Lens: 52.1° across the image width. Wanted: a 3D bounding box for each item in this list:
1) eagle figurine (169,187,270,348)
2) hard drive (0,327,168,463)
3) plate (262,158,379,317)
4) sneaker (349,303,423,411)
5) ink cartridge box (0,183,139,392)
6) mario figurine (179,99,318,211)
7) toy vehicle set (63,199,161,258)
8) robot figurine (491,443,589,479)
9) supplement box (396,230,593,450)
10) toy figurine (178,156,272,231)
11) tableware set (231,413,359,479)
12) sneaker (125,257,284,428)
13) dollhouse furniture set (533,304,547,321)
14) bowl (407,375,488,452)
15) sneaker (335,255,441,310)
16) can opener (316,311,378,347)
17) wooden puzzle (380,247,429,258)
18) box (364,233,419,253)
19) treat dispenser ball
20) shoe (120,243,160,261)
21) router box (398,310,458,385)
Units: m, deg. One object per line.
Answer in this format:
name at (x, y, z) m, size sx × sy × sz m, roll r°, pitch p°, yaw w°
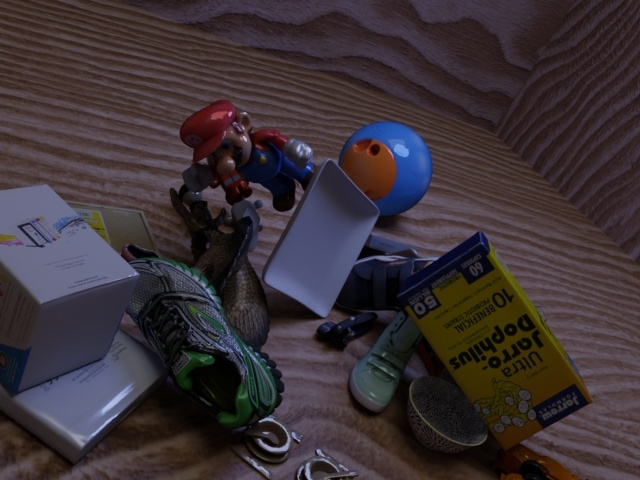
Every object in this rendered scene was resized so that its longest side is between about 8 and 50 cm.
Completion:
eagle figurine at (-0.184, 0.056, 1.279) m, size 0.226 × 0.225 × 0.298 m, roll 22°, pitch 13°, yaw -45°
hard drive at (-0.433, 0.160, 1.001) m, size 0.353 × 0.047 × 0.233 m, roll 33°, pitch 27°, yaw 7°
plate at (0.000, 0.000, 1.374) m, size 0.045 × 0.277 × 0.278 m, roll 23°, pitch -9°, yaw 34°
sneaker at (0.142, 0.225, 1.320) m, size 0.094 × 0.151 × 0.256 m, roll 32°, pitch 28°, yaw 3°
ink cartridge box at (-0.420, 0.060, 0.946) m, size 0.232 × 0.171 × 0.168 m, roll 39°, pitch 29°, yaw 20°
mario figurine at (-0.141, -0.142, 1.292) m, size 0.320 × 0.198 × 0.170 m, roll 28°, pitch 6°, yaw -42°
toy vehicle set at (-0.463, -0.015, 1.292) m, size 0.266 × 0.035 × 0.166 m, roll 8°, pitch 33°, yaw -35°
robot figurine at (0.456, 0.499, 1.212) m, size 0.291 × 0.085 × 0.211 m, roll 32°, pitch 27°, yaw 8°
supplement box at (0.338, 0.187, 1.292) m, size 0.356 × 0.194 × 0.195 m, roll 55°, pitch 15°, yaw 1°
toy figurine at (-0.199, -0.115, 1.523) m, size 0.209 × 0.213 × 0.148 m, roll -6°, pitch 56°, yaw -48°
tableware set at (-0.036, 0.348, 1.057) m, size 0.194 × 0.039 × 0.128 m, roll 34°, pitch 27°, yaw 11°
sneaker at (-0.203, 0.152, 1.036) m, size 0.343 × 0.134 × 0.146 m, roll 41°, pitch 8°, yaw 11°
dollhouse furniture set at (0.444, 0.239, 1.504) m, size 0.182 × 0.101 × 0.161 m, roll 6°, pitch 59°, yaw -38°
bowl at (0.228, 0.350, 1.261) m, size 0.170 × 0.080 × 0.170 m, roll 22°, pitch 28°, yaw -12°
sneaker at (0.182, 0.098, 1.481) m, size 0.321 × 0.126 × 0.127 m, roll -9°, pitch 12°, yaw -4°
can opener at (0.072, 0.184, 1.427) m, size 0.073 × 0.059 × 0.186 m, roll 42°, pitch 30°, yaw 26°
wooden puzzle at (0.279, 0.083, 1.691) m, size 0.238 × 0.044 × 0.221 m, roll 17°, pitch -15°, yaw -21°
box at (0.158, 0.007, 1.759) m, size 0.145 × 0.038 × 0.186 m, roll 17°, pitch 0°, yaw -21°
treat dispenser ball at (0.196, -0.217, 1.995) m, size 0.288 × 0.288 × 0.288 m, roll 22°, pitch 27°, yaw -12°
shoe at (-0.309, 0.080, 1.220) m, size 0.178 × 0.081 × 0.063 m, roll 34°, pitch 27°, yaw 10°
router box at (0.369, 0.230, 1.605) m, size 0.335 × 0.082 × 0.301 m, roll 13°, pitch 30°, yaw -27°
